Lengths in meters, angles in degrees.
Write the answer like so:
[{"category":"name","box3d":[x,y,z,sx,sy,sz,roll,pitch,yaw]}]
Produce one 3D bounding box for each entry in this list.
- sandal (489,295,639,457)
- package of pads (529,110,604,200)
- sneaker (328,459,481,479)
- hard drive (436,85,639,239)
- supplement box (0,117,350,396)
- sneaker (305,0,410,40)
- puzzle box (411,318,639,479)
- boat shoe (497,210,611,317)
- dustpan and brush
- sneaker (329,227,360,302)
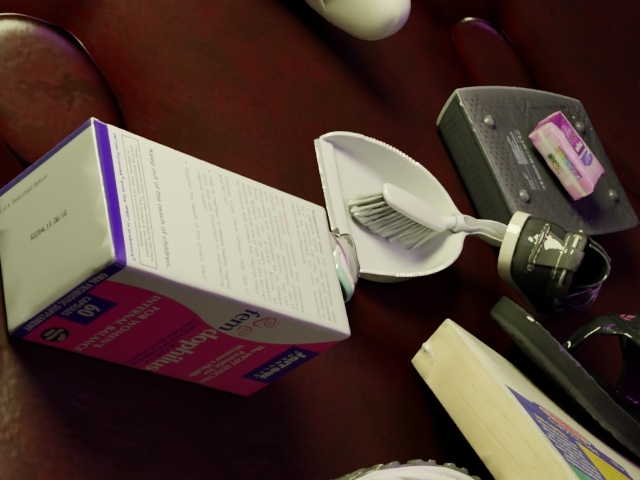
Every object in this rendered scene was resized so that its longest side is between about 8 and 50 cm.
[{"category":"sandal","box3d":[0.327,0.153,1.513,0.446,0.107,0.167,36,5,-27]},{"category":"package of pads","box3d":[0.246,-0.085,1.633,0.083,0.032,0.050,53,30,-6]},{"category":"sneaker","box3d":[0.098,0.243,1.203,0.271,0.100,0.108,34,44,-32]},{"category":"hard drive","box3d":[0.220,-0.071,1.670,0.255,0.054,0.172,-3,65,-53]},{"category":"supplement box","box3d":[-0.098,0.018,1.123,0.220,0.111,0.114,18,49,-44]},{"category":"sneaker","box3d":[-0.047,-0.277,1.471,0.290,0.106,0.123,46,43,-3]},{"category":"puzzle box","box3d":[0.271,0.238,1.365,0.409,0.052,0.272,36,10,-29]},{"category":"boat shoe","box3d":[0.231,0.032,1.526,0.233,0.079,0.084,29,74,-66]},{"category":"dustpan and brush","box3d":[0.097,-0.017,1.456,0.211,0.060,0.147,22,46,-43]},{"category":"sneaker","box3d":[0.000,0.000,1.341,0.098,0.038,0.069,59,30,-14]}]
